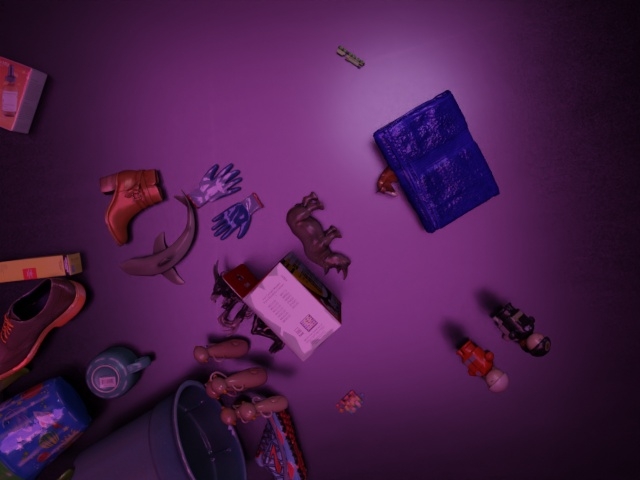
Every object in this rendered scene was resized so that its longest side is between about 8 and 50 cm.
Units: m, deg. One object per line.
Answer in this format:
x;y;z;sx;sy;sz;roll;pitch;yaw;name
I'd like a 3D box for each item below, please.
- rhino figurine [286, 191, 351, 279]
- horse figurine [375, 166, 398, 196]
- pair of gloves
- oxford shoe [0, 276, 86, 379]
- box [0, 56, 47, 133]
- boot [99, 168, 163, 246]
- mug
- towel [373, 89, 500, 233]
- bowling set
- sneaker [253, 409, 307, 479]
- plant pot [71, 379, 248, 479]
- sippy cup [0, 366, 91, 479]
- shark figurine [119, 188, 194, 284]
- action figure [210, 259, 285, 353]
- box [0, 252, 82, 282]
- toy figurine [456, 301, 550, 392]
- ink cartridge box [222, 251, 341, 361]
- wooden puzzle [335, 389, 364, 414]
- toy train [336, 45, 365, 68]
0.000;0.000;1.747;0.106;0.073;0.243;-32;94;0;rhino figurine
0.259;-0.225;1.729;0.175;0.066;0.263;17;96;-5;horse figurine
-0.251;-0.100;1.773;0.159;0.023;0.198;-37;91;5;pair of gloves
-0.792;0.225;1.737;0.363;0.133;0.130;-46;62;-1;oxford shoe
-0.818;-0.383;1.736;0.130;0.091;0.170;20;94;0;box
-0.491;-0.091;1.757;0.153;0.073;0.197;-10;96;-2;boot
-0.549;0.346;1.772;0.129;0.097;0.157;38;94;-1;mug
0.299;-0.193;1.670;0.228;0.076;0.308;-31;106;-1;towel
-0.224;0.410;1.713;0.154;0.287;0.199;-5;123;-35;bowling set
-0.125;0.555;1.772;0.125;0.104;0.261;-16;93;5;sneaker
-0.411;0.578;1.672;0.334;0.341;0.341;-27;93;9;plant pot
-0.738;0.483;1.735;0.224;0.240;0.305;-34;101;-7;sippy cup
-0.390;0.015;1.741;0.166;0.116;0.278;38;96;-2;shark figurine
-0.206;0.185;1.725;0.141;0.164;0.275;-45;97;-1;action figure
-0.765;0.074;1.768;0.233;0.087;0.058;-6;94;1;box
0.461;0.276;1.681;0.213;0.209;0.148;-44;75;0;toy figurine
-0.084;0.128;1.638;0.130;0.309;0.272;-44;92;4;ink cartridge box
0.084;0.441;1.805;0.083;0.006;0.049;-44;91;4;wooden puzzle
0.079;-0.480;1.741;0.083;0.017;0.023;34;104;-1;toy train
